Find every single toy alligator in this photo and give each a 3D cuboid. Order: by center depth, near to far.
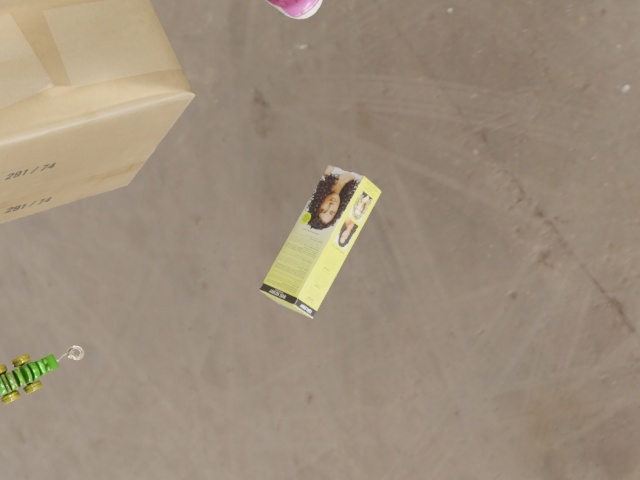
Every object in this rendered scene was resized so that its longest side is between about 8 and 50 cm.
[{"bbox_3d":[-0.435,0.198,1.665,0.051,0.189,0.056,-25,89,55],"label":"toy alligator"}]

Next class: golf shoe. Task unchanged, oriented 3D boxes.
[{"bbox_3d":[-0.033,-0.419,1.736,0.115,0.140,0.306,-38,37,14],"label":"golf shoe"}]

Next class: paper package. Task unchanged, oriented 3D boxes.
[{"bbox_3d":[-0.351,-0.141,1.242,0.168,0.324,0.309,64,149,7],"label":"paper package"}]

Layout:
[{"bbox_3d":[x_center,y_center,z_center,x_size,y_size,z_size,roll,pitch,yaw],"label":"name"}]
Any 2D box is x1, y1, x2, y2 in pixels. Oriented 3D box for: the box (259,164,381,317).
[{"bbox_3d":[0.000,0.000,1.729,0.087,0.232,0.058,19,168,43],"label":"box"}]
